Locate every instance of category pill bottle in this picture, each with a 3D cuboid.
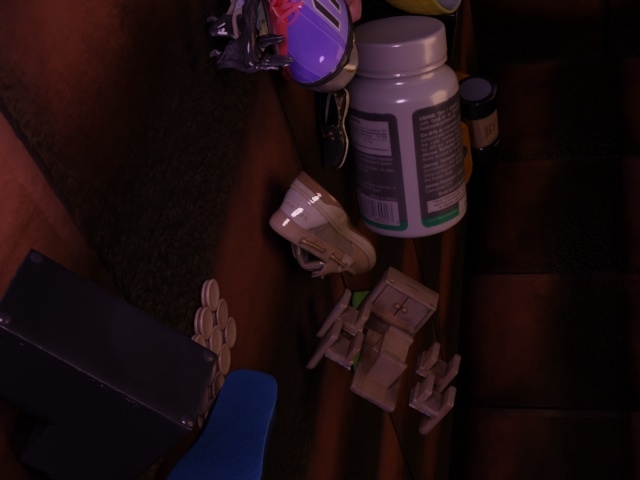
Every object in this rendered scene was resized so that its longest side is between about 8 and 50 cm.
[{"bbox_3d":[0.152,-0.204,1.840,0.204,0.204,0.361,-65,151,-59],"label":"pill bottle"}]

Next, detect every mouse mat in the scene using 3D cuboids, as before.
[{"bbox_3d":[0.082,0.168,1.939,0.190,0.007,0.152,5,84,-74],"label":"mouse mat"}]

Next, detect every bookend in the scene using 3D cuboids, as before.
[{"bbox_3d":[-0.186,0.110,0.758,0.157,0.156,0.072,-45,-160,40],"label":"bookend"}]

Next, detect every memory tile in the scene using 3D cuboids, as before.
[{"bbox_3d":[-0.125,0.129,1.146,0.113,0.012,0.148,71,22,-50],"label":"memory tile"}]

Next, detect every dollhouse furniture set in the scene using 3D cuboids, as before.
[{"bbox_3d":[0.092,0.185,1.632,0.161,0.212,0.242,-55,-172,35],"label":"dollhouse furniture set"}]

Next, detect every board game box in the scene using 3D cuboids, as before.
[{"bbox_3d":[-0.086,-0.286,1.300,0.090,0.020,0.090,-70,154,-51],"label":"board game box"}]

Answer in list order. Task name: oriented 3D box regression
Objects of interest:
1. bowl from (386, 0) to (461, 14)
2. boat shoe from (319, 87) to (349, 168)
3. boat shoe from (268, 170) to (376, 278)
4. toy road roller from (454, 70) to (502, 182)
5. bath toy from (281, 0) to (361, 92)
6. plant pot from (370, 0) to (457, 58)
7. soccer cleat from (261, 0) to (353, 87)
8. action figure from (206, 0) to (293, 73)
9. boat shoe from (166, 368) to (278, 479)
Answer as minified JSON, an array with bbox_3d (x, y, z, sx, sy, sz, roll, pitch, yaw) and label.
[{"bbox_3d":[0.129,-0.525,1.813,0.289,0.156,0.289,32,53,-55],"label":"bowl"},{"bbox_3d":[0.018,-0.181,1.651,0.042,0.049,0.133,-13,110,-47],"label":"boat shoe"},{"bbox_3d":[0.000,0.000,1.487,0.098,0.109,0.302,-48,158,-4],"label":"boat shoe"},{"bbox_3d":[0.236,-0.240,2.275,0.329,0.240,0.202,-43,144,-18],"label":"toy road roller"},{"bbox_3d":[0.004,-0.363,1.467,0.151,0.129,0.348,13,68,-29],"label":"bath toy"},{"bbox_3d":[0.182,-0.478,2.004,0.188,0.167,0.187,80,13,-75],"label":"plant pot"},{"bbox_3d":[-0.044,-0.324,1.226,0.116,0.109,0.318,35,37,-54],"label":"soccer cleat"},{"bbox_3d":[-0.081,-0.329,1.088,0.164,0.141,0.275,-94,176,-60],"label":"action figure"},{"bbox_3d":[-0.093,0.247,1.066,0.258,0.109,0.089,-57,160,-51],"label":"boat shoe"}]
